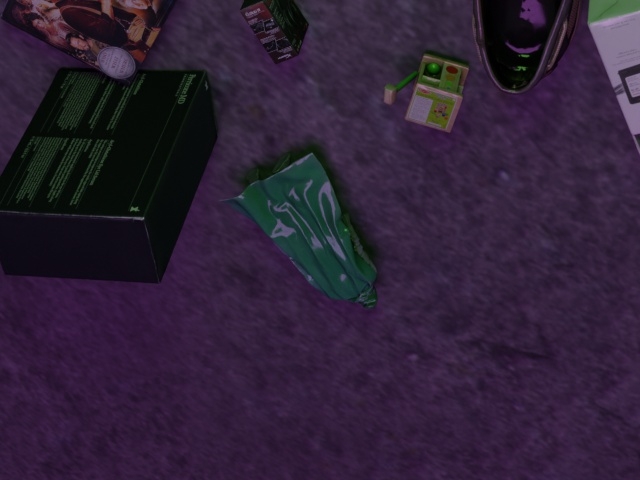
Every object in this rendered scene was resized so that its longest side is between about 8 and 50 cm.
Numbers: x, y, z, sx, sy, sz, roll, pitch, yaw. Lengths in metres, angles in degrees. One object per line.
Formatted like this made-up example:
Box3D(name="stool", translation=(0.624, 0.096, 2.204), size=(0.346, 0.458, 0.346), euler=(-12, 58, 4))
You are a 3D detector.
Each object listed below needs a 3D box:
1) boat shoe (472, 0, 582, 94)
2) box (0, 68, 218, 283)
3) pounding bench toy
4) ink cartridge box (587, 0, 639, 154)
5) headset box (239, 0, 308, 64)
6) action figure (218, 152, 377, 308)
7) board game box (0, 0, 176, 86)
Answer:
Box3D(name="boat shoe", translation=(0.206, -0.294, 1.381), size=(0.132, 0.130, 0.355), euler=(2, 132, 13))
Box3D(name="box", translation=(-0.237, -0.078, 1.605), size=(0.184, 0.261, 0.103), euler=(1, 132, 14))
Box3D(name="pounding bench toy", translation=(0.113, -0.167, 1.566), size=(0.083, 0.065, 0.052), euler=(16, 135, 0))
Box3D(name="ink cartridge box", translation=(0.330, -0.184, 1.468), size=(0.060, 0.104, 0.180), euler=(-14, 128, 24))
Box3D(name="headset box", translation=(-0.051, -0.242, 1.543), size=(0.032, 0.062, 0.083), euler=(-17, 125, 27))
Box3D(name="action figure", translation=(0.000, 0.000, 1.751), size=(0.137, 0.063, 0.232), euler=(-23, 119, 28))
Box3D(name="board game box", translation=(-0.229, -0.295, 1.555), size=(0.165, 0.042, 0.243), euler=(27, 133, -11))
